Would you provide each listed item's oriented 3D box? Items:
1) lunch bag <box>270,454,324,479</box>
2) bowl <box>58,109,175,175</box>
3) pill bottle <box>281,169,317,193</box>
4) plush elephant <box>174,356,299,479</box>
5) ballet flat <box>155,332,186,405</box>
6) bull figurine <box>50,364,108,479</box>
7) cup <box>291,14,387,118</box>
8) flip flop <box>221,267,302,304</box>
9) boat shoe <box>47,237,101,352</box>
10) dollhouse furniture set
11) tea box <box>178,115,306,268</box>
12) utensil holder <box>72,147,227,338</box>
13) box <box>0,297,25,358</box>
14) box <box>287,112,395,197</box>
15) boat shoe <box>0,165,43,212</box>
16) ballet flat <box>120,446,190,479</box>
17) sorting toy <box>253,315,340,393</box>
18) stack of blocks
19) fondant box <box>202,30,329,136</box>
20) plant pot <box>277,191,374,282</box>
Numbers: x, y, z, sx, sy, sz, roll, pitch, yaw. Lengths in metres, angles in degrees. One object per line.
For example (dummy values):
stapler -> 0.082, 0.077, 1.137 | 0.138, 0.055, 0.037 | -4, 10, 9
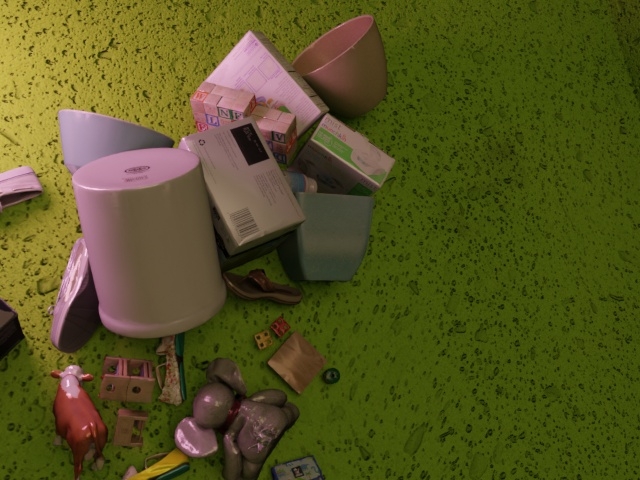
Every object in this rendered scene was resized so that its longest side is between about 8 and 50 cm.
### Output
lunch bag -> -0.056, 0.674, 1.736 | 0.129, 0.096, 0.151 | -9, 62, -21
bowl -> -0.571, -0.234, 1.749 | 0.312, 0.311, 0.163 | 12, 87, -17
pill bottle -> -0.092, -0.168, 1.952 | 0.160, 0.087, 0.087 | 5, 70, -38
plush elephant -> -0.226, 0.464, 1.655 | 0.255, 0.330, 0.272 | 32, 70, 11
ballet flat -> -0.407, 0.324, 1.722 | 0.077, 0.091, 0.240 | -6, 69, 0
bull figurine -> -0.584, 0.436, 1.532 | 0.101, 0.310, 0.188 | -2, 108, -30
cup -> 0.091, -0.547, 2.110 | 0.237, 0.331, 0.331 | 52, 59, -27
flip flop -> -0.164, 0.124, 1.838 | 0.277, 0.112, 0.080 | 15, 112, -33
boat shoe -> -0.641, 0.139, 1.685 | 0.118, 0.103, 0.320 | 37, 56, -55
dollhouse furniture set -> -0.509, 0.414, 1.645 | 0.129, 0.129, 0.183 | 10, 99, -18
tea box -> -0.252, -0.114, 1.792 | 0.220, 0.323, 0.329 | -24, 82, -27
utensil holder -> -0.423, -0.005, 1.598 | 0.328, 0.328, 0.385 | -17, 118, -26
box -> -0.867, 0.259, 1.429 | 0.179, 0.312, 0.343 | 42, 62, -3
box -> 0.064, -0.240, 2.013 | 0.262, 0.231, 0.126 | 34, 63, -9
boat shoe -> -0.869, -0.106, 1.680 | 0.268, 0.096, 0.088 | -29, 80, -35
ballet flat -> -0.446, 0.599, 1.622 | 0.231, 0.077, 0.077 | -22, 60, -29
sorting toy -> -0.079, 0.350, 1.858 | 0.274, 0.046, 0.132 | 45, 63, -3
stack of blocks -> -0.223, -0.348, 1.891 | 0.297, 0.171, 0.087 | 17, 55, 13
fondant box -> -0.172, -0.447, 1.988 | 0.330, 0.238, 0.096 | 49, 23, 1
plant pot -> 0.000, 0.000, 1.910 | 0.247, 0.248, 0.252 | 3, 85, -21
